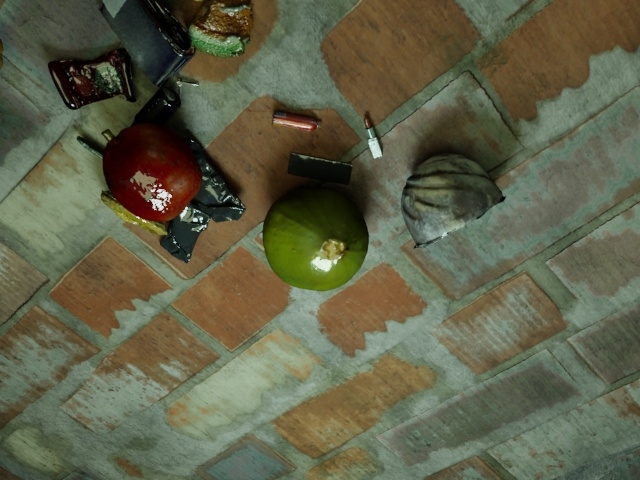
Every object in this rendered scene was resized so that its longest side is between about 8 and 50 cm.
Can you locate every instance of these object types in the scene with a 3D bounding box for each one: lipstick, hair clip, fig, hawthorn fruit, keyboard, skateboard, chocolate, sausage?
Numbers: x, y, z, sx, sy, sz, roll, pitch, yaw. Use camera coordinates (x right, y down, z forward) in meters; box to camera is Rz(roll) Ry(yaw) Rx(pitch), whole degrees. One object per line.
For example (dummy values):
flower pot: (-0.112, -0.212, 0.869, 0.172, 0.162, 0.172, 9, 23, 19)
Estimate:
lipstick: (0.151, -0.308, 1.738, 0.030, 0.030, 0.129, -14, 119, 15)
hair clip: (-0.652, -0.260, 1.843, 0.229, 0.066, 0.036, 26, 95, -17)
fig: (-0.012, -0.002, 1.761, 0.343, 0.343, 0.343, 3, 122, 4)
hawthorn fruit: (-0.488, -0.205, 1.672, 0.265, 0.265, 0.307, -24, 128, 19)
keyboard: (-0.002, -0.220, 1.821, 0.196, 0.015, 0.074, 10, 119, -1)
skateboard: (-0.391, -0.426, 1.726, 0.063, 0.032, 0.083, 8, 120, -11)
chocolate: (0.347, -0.134, 1.705, 0.303, 0.303, 0.213, -30, 92, 22)
lipstick: (-0.521, -0.339, 1.752, 0.081, 0.081, 0.299, 42, 125, -19)
sausage: (-0.069, -0.346, 1.731, 0.145, 0.048, 0.050, 9, 160, -5)

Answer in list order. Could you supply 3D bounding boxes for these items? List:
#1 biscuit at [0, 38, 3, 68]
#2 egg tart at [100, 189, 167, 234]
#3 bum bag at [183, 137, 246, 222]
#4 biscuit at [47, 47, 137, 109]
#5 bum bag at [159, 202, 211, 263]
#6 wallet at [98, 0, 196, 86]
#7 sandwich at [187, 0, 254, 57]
biscuit: (-1.052, -0.570, 1.661, 0.325, 0.107, 0.326, 1, 122, 2)
egg tart: (-0.578, -0.101, 1.865, 0.241, 0.241, 0.106, 33, 80, -14)
bum bag: (-0.362, -0.179, 1.847, 0.137, 0.074, 0.310, -31, 102, 27)
biscuit: (-0.646, -0.461, 1.707, 0.235, 0.063, 0.151, -7, 122, 7)
bum bag: (-0.453, -0.026, 1.964, 0.123, 0.060, 0.248, 25, 122, -11)
wallet: (-0.464, -0.558, 1.573, 0.262, 0.071, 0.221, 50, 150, -17)
sandwich: (-0.274, -0.579, 1.568, 0.184, 0.109, 0.160, 8, 125, 1)
